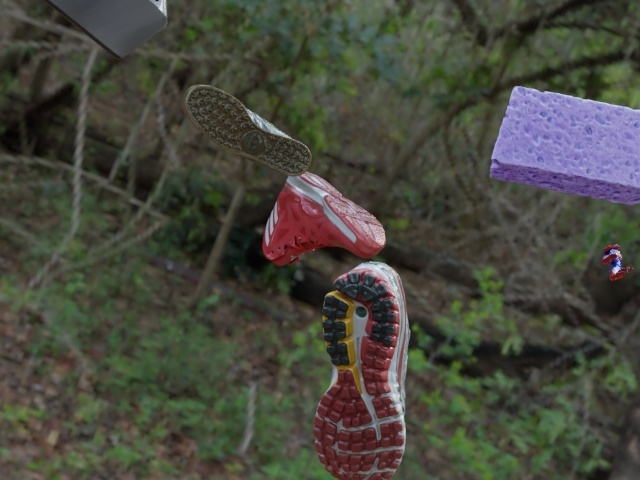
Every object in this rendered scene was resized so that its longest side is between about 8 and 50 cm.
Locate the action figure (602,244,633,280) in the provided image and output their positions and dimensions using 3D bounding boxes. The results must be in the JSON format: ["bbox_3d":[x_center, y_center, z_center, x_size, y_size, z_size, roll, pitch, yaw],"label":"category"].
[{"bbox_3d":[0.364,0.025,1.606,0.038,0.030,0.115,60,12,-1],"label":"action figure"}]

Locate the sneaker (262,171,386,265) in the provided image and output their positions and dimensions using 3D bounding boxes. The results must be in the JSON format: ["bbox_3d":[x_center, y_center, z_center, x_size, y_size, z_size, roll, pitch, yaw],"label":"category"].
[{"bbox_3d":[0.000,0.000,1.760,0.087,0.128,0.221,19,16,-34],"label":"sneaker"}]

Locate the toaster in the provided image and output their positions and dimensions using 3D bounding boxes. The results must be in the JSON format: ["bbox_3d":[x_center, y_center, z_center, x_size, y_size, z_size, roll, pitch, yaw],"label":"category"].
[{"bbox_3d":[-0.275,-0.348,1.611,0.186,0.110,0.168,38,35,-45],"label":"toaster"}]

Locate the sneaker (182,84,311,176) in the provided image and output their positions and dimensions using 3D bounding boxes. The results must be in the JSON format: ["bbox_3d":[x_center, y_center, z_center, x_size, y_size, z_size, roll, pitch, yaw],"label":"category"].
[{"bbox_3d":[-0.107,-0.143,1.707,0.192,0.064,0.086,29,-2,-24],"label":"sneaker"}]

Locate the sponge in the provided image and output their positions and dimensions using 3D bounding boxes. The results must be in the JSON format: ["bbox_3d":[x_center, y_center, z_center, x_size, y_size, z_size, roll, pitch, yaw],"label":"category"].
[{"bbox_3d":[0.284,-0.091,1.306,0.210,0.031,0.117,12,49,10],"label":"sponge"}]

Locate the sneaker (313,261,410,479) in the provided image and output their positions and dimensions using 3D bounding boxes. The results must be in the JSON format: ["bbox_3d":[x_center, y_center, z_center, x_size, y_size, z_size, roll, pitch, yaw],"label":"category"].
[{"bbox_3d":[0.050,0.127,1.212,0.088,0.225,0.093,10,19,16],"label":"sneaker"}]
